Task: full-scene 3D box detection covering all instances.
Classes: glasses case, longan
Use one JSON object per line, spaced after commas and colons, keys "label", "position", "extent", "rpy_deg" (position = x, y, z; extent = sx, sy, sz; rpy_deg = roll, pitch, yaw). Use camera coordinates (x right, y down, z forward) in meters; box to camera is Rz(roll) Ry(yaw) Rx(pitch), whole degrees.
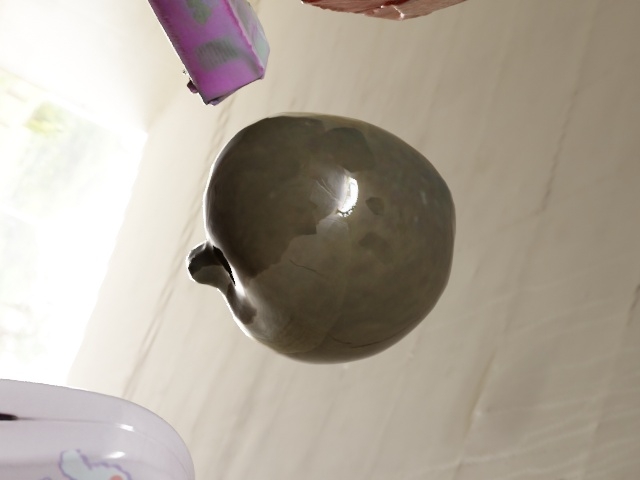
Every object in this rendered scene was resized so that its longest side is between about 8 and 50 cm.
{"label": "glasses case", "position": [-0.211, 0.119, 0.592], "extent": [0.075, 0.296, 0.113], "rpy_deg": [-86, 176, -45]}
{"label": "longan", "position": [0.000, 0.000, 1.267], "extent": [0.300, 0.300, 0.243], "rpy_deg": [-60, -168, 15]}

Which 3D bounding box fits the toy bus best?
{"label": "toy bus", "position": [-0.128, -0.244, 1.014], "extent": [0.090, 0.274, 0.112], "rpy_deg": [-23, -138, 6]}

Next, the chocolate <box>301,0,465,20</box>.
{"label": "chocolate", "position": [0.121, -0.302, 1.160], "extent": [0.237, 0.108, 0.235], "rpy_deg": [-14, 179, 29]}
